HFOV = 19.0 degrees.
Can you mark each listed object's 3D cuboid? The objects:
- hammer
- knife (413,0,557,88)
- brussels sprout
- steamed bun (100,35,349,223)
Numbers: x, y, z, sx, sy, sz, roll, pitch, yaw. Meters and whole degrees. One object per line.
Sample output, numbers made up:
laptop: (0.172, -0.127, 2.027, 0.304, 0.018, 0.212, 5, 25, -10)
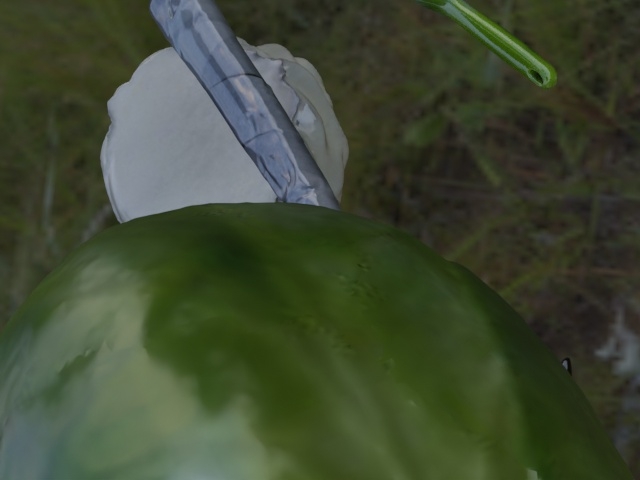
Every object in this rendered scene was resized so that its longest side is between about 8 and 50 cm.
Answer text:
hammer: (0.001, 0.000, 1.101, 0.427, 0.044, 0.152, 54, 130, 30)
knife: (0.097, -0.155, 1.321, 0.184, 0.026, 0.022, 41, 155, 34)
brussels sprout: (0.009, 0.155, 0.813, 0.355, 0.281, 0.289, 47, 134, 24)
steamed bun: (-0.059, -0.053, 1.316, 0.182, 0.106, 0.183, -4, 79, 20)
